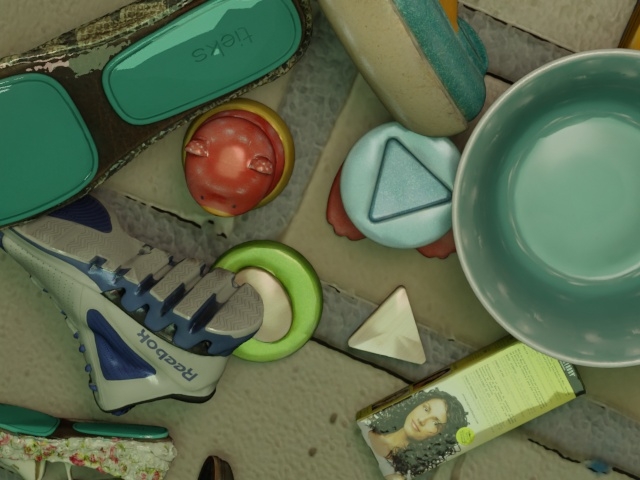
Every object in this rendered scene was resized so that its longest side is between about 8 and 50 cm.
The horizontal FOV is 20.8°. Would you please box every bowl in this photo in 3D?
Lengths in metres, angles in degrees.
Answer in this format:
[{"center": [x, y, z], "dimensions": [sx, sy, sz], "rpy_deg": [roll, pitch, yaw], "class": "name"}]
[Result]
[{"center": [0.283, -0.037, 1.762], "dimensions": [0.311, 0.163, 0.312], "rpy_deg": [0, 96, 1], "class": "bowl"}]

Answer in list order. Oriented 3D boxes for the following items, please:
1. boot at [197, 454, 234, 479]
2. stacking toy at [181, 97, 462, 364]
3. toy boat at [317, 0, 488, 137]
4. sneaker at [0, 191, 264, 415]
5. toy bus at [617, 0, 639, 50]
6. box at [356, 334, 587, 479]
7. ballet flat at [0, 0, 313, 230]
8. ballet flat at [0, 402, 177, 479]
[{"center": [-0.079, 0.337, 1.870], "dimensions": [0.106, 0.082, 0.219], "rpy_deg": [-1, 92, -20], "class": "boot"}, {"center": [0.000, 0.000, 1.791], "dimensions": [0.308, 0.130, 0.280], "rpy_deg": [3, 96, 2], "class": "stacking toy"}, {"center": [0.071, -0.269, 1.710], "dimensions": [0.148, 0.267, 0.318], "rpy_deg": [-29, 53, 9], "class": "toy boat"}, {"center": [-0.222, 0.080, 1.797], "dimensions": [0.315, 0.127, 0.182], "rpy_deg": [29, 122, 15], "class": "sneaker"}, {"center": [0.415, -0.318, 1.745], "dimensions": [0.108, 0.130, 0.333], "rpy_deg": [23, 96, 0], "class": "toy bus"}, {"center": [0.158, 0.171, 1.840], "dimensions": [0.232, 0.058, 0.087], "rpy_deg": [-28, 94, 4], "class": "box"}, {"center": [-0.237, -0.146, 1.756], "dimensions": [0.482, 0.182, 0.164], "rpy_deg": [-28, 112, -7], "class": "ballet flat"}, {"center": [-0.273, 0.224, 1.844], "dimensions": [0.240, 0.091, 0.077], "rpy_deg": [9, 99, 3], "class": "ballet flat"}]
